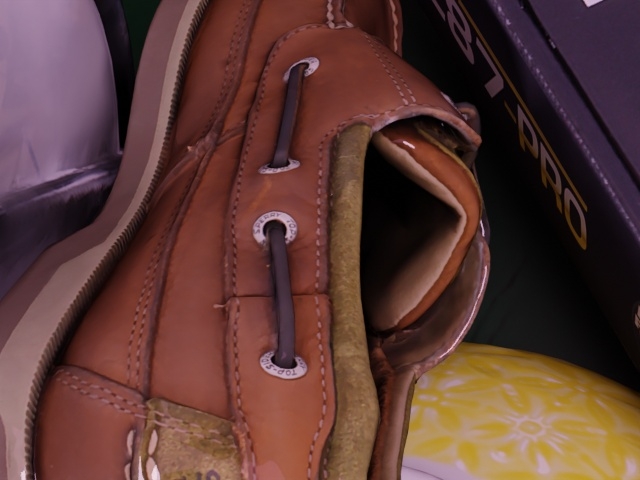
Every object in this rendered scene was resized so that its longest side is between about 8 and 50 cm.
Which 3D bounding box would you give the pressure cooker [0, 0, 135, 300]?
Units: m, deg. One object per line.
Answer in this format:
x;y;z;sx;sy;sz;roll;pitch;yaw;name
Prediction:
-0.258;-0.003;0.583;0.420;0.375;0.370;23;69;23;pressure cooker

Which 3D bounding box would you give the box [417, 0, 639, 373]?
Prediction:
0.233;-0.121;0.605;0.395;0.097;0.318;-24;61;-5;box

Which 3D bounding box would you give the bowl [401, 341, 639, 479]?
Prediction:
0.022;0.143;0.570;0.289;0.156;0.289;-5;63;11;bowl

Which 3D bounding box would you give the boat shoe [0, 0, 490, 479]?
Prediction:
0.000;0.000;0.545;0.104;0.111;0.307;-6;34;18;boat shoe
